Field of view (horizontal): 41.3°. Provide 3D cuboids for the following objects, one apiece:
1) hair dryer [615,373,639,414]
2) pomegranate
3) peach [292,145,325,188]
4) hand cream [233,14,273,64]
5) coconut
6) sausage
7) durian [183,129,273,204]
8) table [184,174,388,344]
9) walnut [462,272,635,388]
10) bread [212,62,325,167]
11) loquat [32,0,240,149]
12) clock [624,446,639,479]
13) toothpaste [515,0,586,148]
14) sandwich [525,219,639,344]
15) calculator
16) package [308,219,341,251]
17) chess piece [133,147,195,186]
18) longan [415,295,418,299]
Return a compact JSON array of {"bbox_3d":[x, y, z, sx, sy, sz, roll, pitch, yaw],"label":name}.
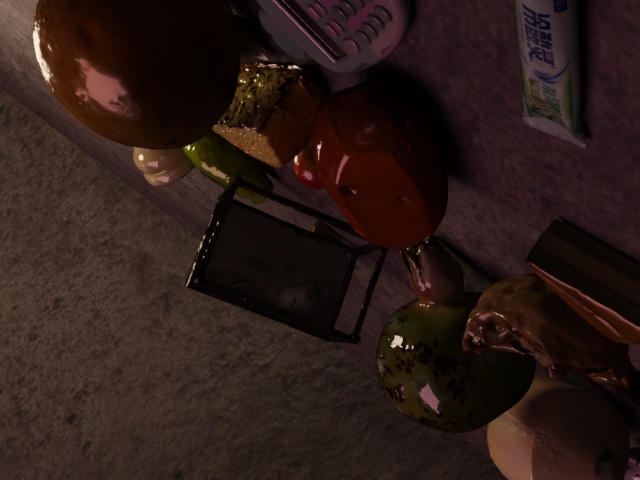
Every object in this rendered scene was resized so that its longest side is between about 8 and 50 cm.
[{"bbox_3d":[0.499,0.200,1.219,0.235,0.091,0.272,39,161,56],"label":"hair dryer"},{"bbox_3d":[0.218,0.155,1.475,0.285,0.285,0.341,10,116,66],"label":"pomegranate"},{"bbox_3d":[-0.016,-0.125,1.501,0.098,0.061,0.098,30,163,10],"label":"peach"},{"bbox_3d":[-0.144,-0.297,1.294,0.087,0.054,0.186,50,158,-26],"label":"hand cream"},{"bbox_3d":[0.454,0.383,1.583,0.239,0.239,0.244,44,172,-22],"label":"coconut"},{"bbox_3d":[0.082,-0.093,1.109,0.268,0.153,0.141,54,-158,-51],"label":"sausage"},{"bbox_3d":[-0.208,-0.170,1.797,0.250,0.101,0.139,35,172,-12],"label":"durian"},{"bbox_3d":[-0.073,0.048,1.711,0.335,0.222,0.272,21,170,-10],"label":"table"},{"bbox_3d":[0.327,0.120,1.179,0.238,0.141,0.204,14,176,6],"label":"walnut"},{"bbox_3d":[-0.071,-0.187,1.290,0.134,0.129,0.260,37,171,-28],"label":"bread"},{"bbox_3d":[-0.250,-0.270,1.176,0.276,0.276,0.284,29,164,37],"label":"loquat"},{"bbox_3d":[0.663,0.473,1.643,0.176,0.080,0.117,44,167,-28],"label":"clock"},{"bbox_3d":[0.204,-0.168,0.756,0.074,0.048,0.297,30,169,26],"label":"toothpaste"},{"bbox_3d":[0.348,0.046,1.026,0.163,0.079,0.113,43,165,-10],"label":"sandwich"},{"bbox_3d":[0.002,-0.272,0.968,0.185,0.041,0.299,42,165,-15],"label":"calculator"},{"bbox_3d":[0.000,0.000,1.943,0.071,0.047,0.131,37,166,-4],"label":"package"},{"bbox_3d":[-0.408,-0.282,1.923,0.167,0.167,0.300,23,153,52],"label":"chess piece"},{"bbox_3d":[0.224,0.116,1.678,0.075,0.075,0.083,27,122,44],"label":"longan"}]
